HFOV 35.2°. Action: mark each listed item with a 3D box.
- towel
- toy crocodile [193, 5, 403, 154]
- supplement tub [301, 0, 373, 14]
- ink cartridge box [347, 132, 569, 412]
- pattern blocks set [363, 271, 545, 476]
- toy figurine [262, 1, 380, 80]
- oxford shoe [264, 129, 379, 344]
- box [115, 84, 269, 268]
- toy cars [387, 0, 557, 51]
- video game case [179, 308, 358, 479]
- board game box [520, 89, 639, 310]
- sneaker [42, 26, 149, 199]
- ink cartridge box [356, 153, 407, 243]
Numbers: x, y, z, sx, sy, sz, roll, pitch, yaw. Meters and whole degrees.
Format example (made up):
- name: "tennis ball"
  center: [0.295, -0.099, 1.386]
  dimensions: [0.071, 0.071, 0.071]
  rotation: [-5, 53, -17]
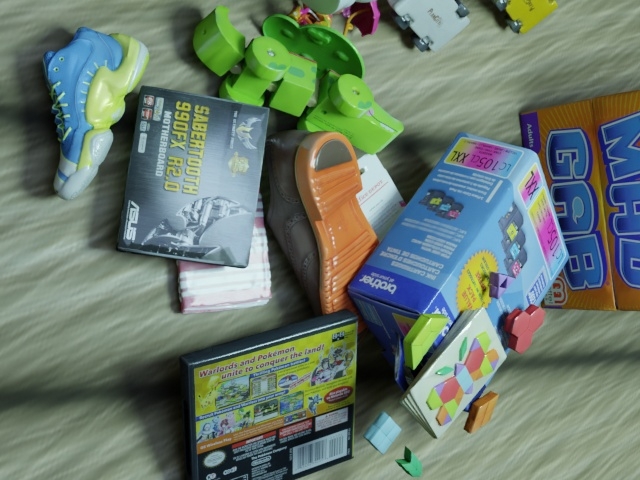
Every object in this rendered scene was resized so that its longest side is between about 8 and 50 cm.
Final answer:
- name: "towel"
  center: [-0.147, 0.003, 1.472]
  dimensions: [0.144, 0.029, 0.197]
  rotation: [-5, 88, -31]
- name: "toy crocodile"
  center: [-0.031, -0.226, 1.487]
  dimensions: [0.341, 0.115, 0.105]
  rotation: [23, 49, -19]
- name: "supplement tub"
  center: [0.093, -0.495, 1.467]
  dimensions: [0.325, 0.235, 0.235]
  rotation: [-35, 106, -16]
- name: "ink cartridge box"
  center: [0.208, 0.073, 1.565]
  dimensions: [0.395, 0.151, 0.270]
  rotation: [-52, 137, -21]
- name: "pattern blocks set"
  center: [0.200, 0.194, 1.469]
  dimensions: [0.285, 0.026, 0.324]
  rotation: [38, 82, -47]
- name: "toy figurine"
  center: [0.019, -0.337, 1.557]
  dimensions: [0.173, 0.130, 0.159]
  rotation: [31, 56, -2]
- name: "oxford shoe"
  center: [0.000, 0.000, 1.516]
  dimensions: [0.130, 0.133, 0.363]
  rotation: [-31, 122, -40]
- name: "box"
  center: [-0.178, -0.085, 1.407]
  dimensions: [0.183, 0.056, 0.231]
  rotation: [9, 83, -12]
- name: "toy cars"
  center: [0.248, -0.408, 1.671]
  dimensions: [0.394, 0.176, 0.087]
  rotation: [-17, 61, -31]
- name: "video game case"
  center: [-0.069, 0.244, 1.452]
  dimensions: [0.275, 0.035, 0.248]
  rotation: [-13, 117, -30]
- name: "board game box"
  center: [0.614, -0.080, 1.747]
  dimensions: [0.356, 0.356, 0.356]
  rotation: [-9, 93, -31]
- name: "sneaker"
  center: [-0.328, -0.177, 1.346]
  dimensions: [0.126, 0.091, 0.240]
  rotation: [25, 75, -9]
- name: "ink cartridge box"
  center: [0.077, -0.040, 1.588]
  dimensions: [0.104, 0.062, 0.181]
  rotation: [-40, 108, -27]
